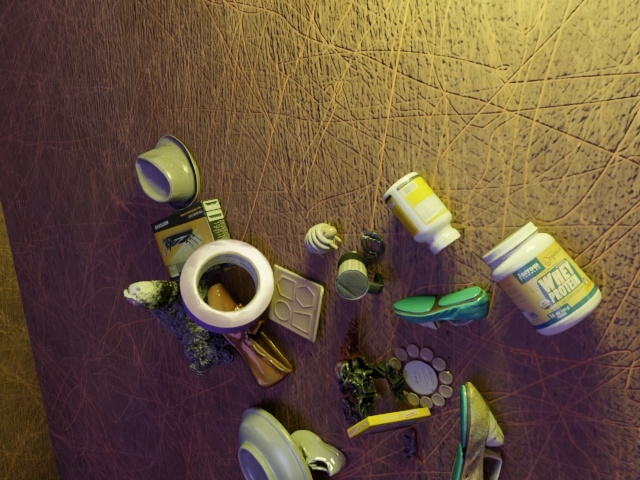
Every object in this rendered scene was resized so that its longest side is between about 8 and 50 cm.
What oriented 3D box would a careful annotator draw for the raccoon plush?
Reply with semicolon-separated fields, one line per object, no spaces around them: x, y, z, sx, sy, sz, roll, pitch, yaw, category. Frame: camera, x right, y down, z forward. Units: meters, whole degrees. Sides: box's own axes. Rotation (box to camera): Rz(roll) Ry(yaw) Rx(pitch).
-0.458;0.302;1.489;0.216;0.446;0.300;-24;75;24;raccoon plush

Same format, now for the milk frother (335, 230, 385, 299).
0.104;0.061;1.180;0.129;0.135;0.143;0;108;4;milk frother

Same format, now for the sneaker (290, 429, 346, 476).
-0.027;0.689;1.478;0.212;0.094;0.080;11;110;33;sneaker

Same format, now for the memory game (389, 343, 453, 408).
0.268;0.365;1.227;0.186;0.012;0.186;11;109;33;memory game

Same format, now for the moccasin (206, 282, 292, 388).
-0.231;0.295;1.487;0.147;0.139;0.380;-37;81;11;moccasin

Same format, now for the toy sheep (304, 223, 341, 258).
0.000;0.000;1.273;0.132;0.091;0.091;-40;79;41;toy sheep

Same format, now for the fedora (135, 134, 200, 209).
-0.543;-0.225;1.571;0.275;0.124;0.244;51;125;13;fedora

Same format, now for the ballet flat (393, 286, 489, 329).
0.294;0.177;1.116;0.247;0.083;0.087;-17;107;39;ballet flat

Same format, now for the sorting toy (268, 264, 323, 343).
-0.076;0.192;1.414;0.208;0.038;0.193;24;116;33;sorting toy

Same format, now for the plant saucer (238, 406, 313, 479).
-0.182;0.771;1.552;0.400;0.100;0.401;26;126;41;plant saucer

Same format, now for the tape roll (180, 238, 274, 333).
-0.283;0.138;1.388;0.275;0.274;0.090;53;155;12;tape roll

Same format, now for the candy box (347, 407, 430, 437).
0.181;0.478;1.200;0.105;0.205;0.027;-54;43;40;candy box

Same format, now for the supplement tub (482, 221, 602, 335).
0.446;0.076;0.934;0.200;0.144;0.144;52;126;12;supplement tub

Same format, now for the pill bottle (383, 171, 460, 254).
0.240;-0.061;1.070;0.103;0.103;0.184;-44;76;35;pill bottle

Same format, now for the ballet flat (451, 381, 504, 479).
0.392;0.509;1.128;0.123;0.123;0.349;11;108;33;ballet flat

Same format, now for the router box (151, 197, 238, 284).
-0.440;0.012;1.591;0.308;0.081;0.243;-17;93;38;router box

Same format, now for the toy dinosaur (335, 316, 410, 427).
0.101;0.384;1.271;0.218;0.164;0.322;10;129;57;toy dinosaur

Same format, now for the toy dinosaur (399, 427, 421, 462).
0.259;0.572;1.288;0.090;0.047;0.082;22;109;-7;toy dinosaur
